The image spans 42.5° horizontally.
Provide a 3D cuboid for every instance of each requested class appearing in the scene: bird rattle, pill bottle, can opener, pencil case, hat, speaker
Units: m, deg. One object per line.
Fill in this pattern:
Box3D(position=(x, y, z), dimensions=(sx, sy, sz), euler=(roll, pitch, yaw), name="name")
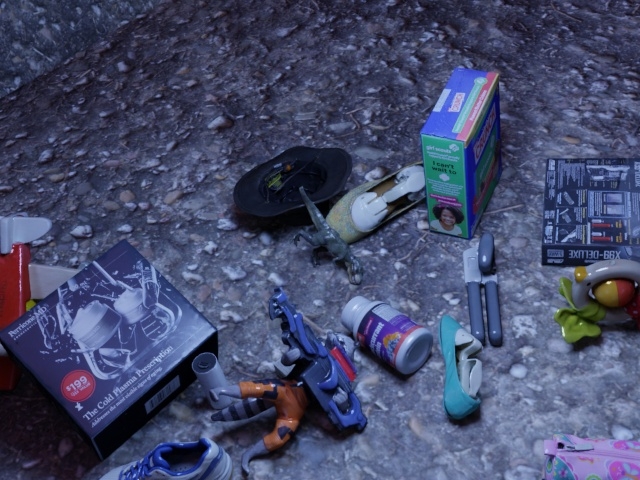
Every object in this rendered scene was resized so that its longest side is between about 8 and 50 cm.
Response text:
Box3D(position=(0.604, 0.122, 1.673), dimensions=(0.254, 0.207, 0.143), euler=(-1, 47, 20), name="bird rattle")
Box3D(position=(0.139, 0.198, 1.786), dimensions=(0.108, 0.108, 0.193), euler=(-40, 48, -24), name="pill bottle")
Box3D(position=(0.360, 0.107, 1.839), dimensions=(0.074, 0.093, 0.280), euler=(-4, 49, 10), name="can opener")
Box3D(position=(0.538, 0.410, 1.453), dimensions=(0.284, 0.124, 0.124), euler=(3, 46, 17), name="pencil case")
Box3D(position=(-0.057, -0.115, 2.146), dimensions=(0.331, 0.134, 0.331), euler=(-15, 33, 10), name="hat")
Box3D(position=(-0.230, 0.301, 1.760), dimensions=(0.055, 0.136, 0.055), euler=(-8, 44, 8), name="speaker")

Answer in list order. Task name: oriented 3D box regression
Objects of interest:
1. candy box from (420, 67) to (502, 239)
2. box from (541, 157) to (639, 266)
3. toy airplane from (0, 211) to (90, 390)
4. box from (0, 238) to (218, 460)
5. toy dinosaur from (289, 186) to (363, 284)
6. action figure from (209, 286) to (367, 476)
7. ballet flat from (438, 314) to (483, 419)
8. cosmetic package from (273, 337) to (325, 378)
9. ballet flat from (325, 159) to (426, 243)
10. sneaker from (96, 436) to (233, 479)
Box3D(position=(0.347, -0.210, 1.994), dimensions=(0.122, 0.317, 0.268), euler=(11, 50, 25), name="candy box")
Box3D(position=(0.650, -0.072, 1.945), dimensions=(0.243, 0.076, 0.307), euler=(1, 46, 16), name="box")
Box3D(position=(-0.739, 0.116, 1.993), dimensions=(0.384, 0.272, 0.386), euler=(-43, 81, -9), name="toy airplane")
Box3D(position=(-0.450, 0.232, 1.788), dimensions=(0.312, 0.179, 0.343), euler=(41, 64, 16), name="box")
Box3D(position=(0.000, 0.000, 1.990), dimensions=(0.118, 0.268, 0.064), euler=(-32, 9, 34), name="toy dinosaur")
Box3D(position=(-0.073, 0.267, 1.689), dimensions=(0.330, 0.341, 0.178), euler=(-28, 8, -22), name="action figure")
Box3D(position=(0.298, 0.250, 1.701), dimensions=(0.087, 0.083, 0.247), euler=(-31, 38, 34), name="ballet flat")
Box3D(position=(-0.040, 0.264, 1.816), dimensions=(0.115, 0.041, 0.060), euler=(-35, 46, -20), name="cosmetic package")
Box3D(position=(0.162, -0.104, 2.070), dimensions=(0.349, 0.123, 0.123), euler=(-31, 46, -20), name="ballet flat")
Box3D(position=(-0.330, 0.454, 1.638), dimensions=(0.297, 0.131, 0.112), euler=(-16, 45, 1), name="sneaker")
